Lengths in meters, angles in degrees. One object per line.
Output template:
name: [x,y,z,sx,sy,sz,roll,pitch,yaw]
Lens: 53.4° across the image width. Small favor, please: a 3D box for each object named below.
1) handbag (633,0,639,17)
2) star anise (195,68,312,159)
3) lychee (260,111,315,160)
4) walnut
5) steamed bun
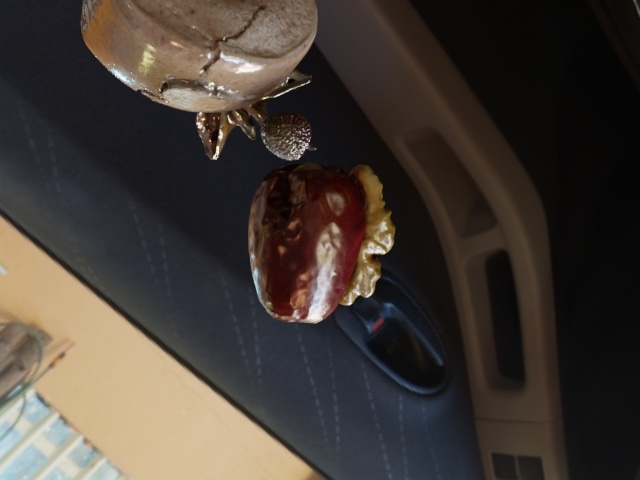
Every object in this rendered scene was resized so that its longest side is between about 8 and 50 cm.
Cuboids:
handbag: [0.507,-0.391,0.817,0.178,0.301,0.275,25,165,10]
star anise: [-0.167,-0.318,1.213,0.293,0.109,0.349,23,117,-3]
lychee: [-0.044,-0.147,0.892,0.083,0.067,0.068,19,-166,6]
walnut: [0.000,0.000,1.083,0.222,0.244,0.268,-152,66,-74]
steamed bun: [-0.168,-0.275,0.870,0.301,0.199,0.251,14,155,-25]
